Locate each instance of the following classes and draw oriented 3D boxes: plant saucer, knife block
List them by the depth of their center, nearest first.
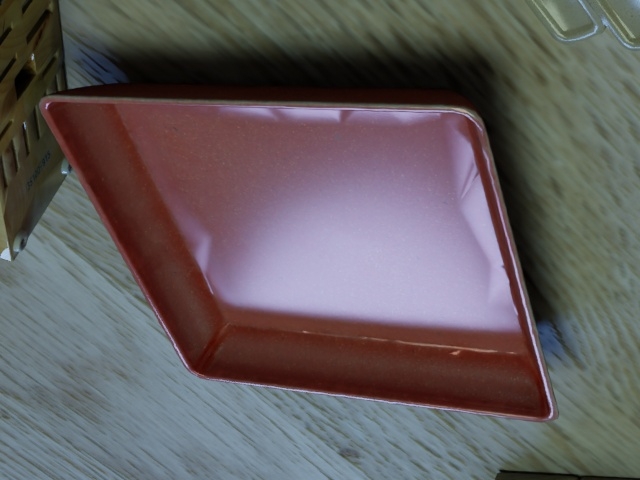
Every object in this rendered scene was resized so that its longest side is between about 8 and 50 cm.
[{"bbox_3d":[0.000,0.000,0.779,0.259,0.047,0.258,5,140,26],"label":"plant saucer"},{"bbox_3d":[-0.273,-0.091,0.781,0.242,0.088,0.275,18,144,8],"label":"knife block"}]

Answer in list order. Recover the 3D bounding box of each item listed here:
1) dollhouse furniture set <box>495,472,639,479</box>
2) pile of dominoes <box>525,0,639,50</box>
[{"bbox_3d":[0.197,0.270,0.935,0.129,0.129,0.183,-3,135,31],"label":"dollhouse furniture set"},{"bbox_3d":[0.173,-0.153,0.520,0.251,0.040,0.196,11,143,31],"label":"pile of dominoes"}]
